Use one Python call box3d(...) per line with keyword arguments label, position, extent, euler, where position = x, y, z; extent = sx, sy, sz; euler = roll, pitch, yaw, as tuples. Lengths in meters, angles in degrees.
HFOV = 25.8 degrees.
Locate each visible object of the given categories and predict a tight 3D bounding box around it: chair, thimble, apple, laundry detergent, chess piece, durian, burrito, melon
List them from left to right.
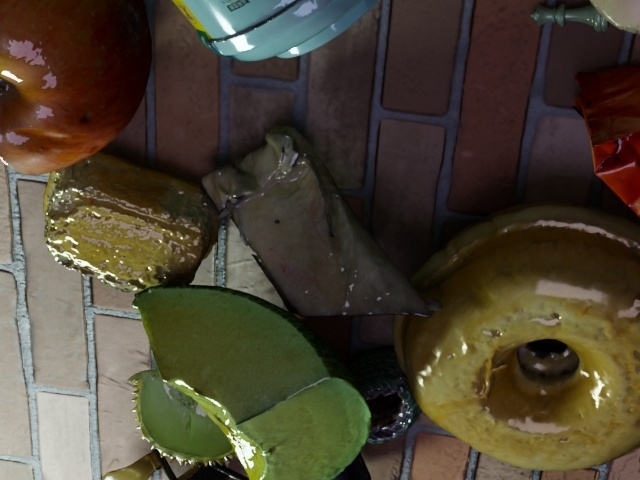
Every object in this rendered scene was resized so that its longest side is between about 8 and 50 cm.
box3d(label="apple", position=(-0.298, -0.232, 1.674), extent=(0.163, 0.251, 0.293), euler=(-6, 125, 24))
box3d(label="chair", position=(-0.208, 0.422, 2.200), extent=(0.247, 0.172, 0.159), euler=(35, 139, 39))
box3d(label="durian", position=(-0.173, 0.273, 2.118), extent=(0.252, 0.144, 0.139), euler=(5, 104, 11))
box3d(label="laundry detergent", position=(-0.070, -0.370, 1.518), extent=(0.287, 0.287, 0.305), euler=(-27, 117, 25))
box3d(label="melon", position=(-0.083, 0.223, 1.918), extent=(0.331, 0.226, 0.343), euler=(11, 161, 21))
box3d(label="burrito", position=(-0.007, 0.009, 1.825), extent=(0.348, 0.107, 0.175), euler=(50, 121, 11))
box3d(label="thimble", position=(0.087, 0.230, 2.049), extent=(0.135, 0.090, 0.118), euler=(-30, 119, 24))
box3d(label="chess piece", position=(0.301, -0.272, 1.685), extent=(0.093, 0.042, 0.042), euler=(1, 126, 14))

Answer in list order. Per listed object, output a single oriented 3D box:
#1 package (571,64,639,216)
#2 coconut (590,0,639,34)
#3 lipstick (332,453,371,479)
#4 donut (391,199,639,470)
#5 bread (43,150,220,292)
box3d(label="package", position=(0.478, -0.047, 1.722), extent=(0.123, 0.196, 0.423), euler=(-39, 112, 24))
box3d(label="coconut", position=(0.380, -0.321, 1.573), extent=(0.147, 0.147, 0.152), euler=(16, 124, -3))
box3d(label="lipstick", position=(-0.008, 0.266, 2.096), extent=(0.081, 0.081, 0.299), euler=(-16, 118, 19))
box3d(label="donut", position=(0.316, 0.134, 1.867), extent=(0.449, 0.198, 0.449), euler=(8, 129, 10))
box3d(label="bread", position=(-0.263, -0.024, 1.901), extent=(0.245, 0.121, 0.174), euler=(18, 119, -3))
